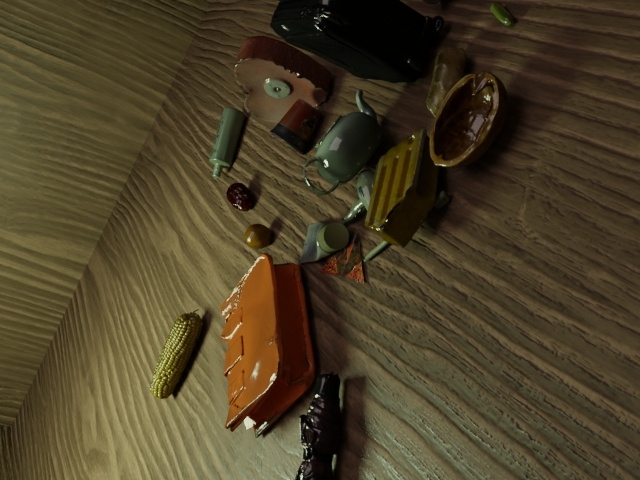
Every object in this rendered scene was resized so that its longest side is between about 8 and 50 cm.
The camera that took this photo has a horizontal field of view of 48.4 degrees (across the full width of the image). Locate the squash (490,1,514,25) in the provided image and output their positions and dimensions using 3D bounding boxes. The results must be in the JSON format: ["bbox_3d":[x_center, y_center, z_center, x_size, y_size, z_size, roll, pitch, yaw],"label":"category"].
[{"bbox_3d":[0.399,-0.491,1.554,0.027,0.027,0.083,-50,35,28],"label":"squash"}]

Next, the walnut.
[{"bbox_3d":[0.313,-0.237,1.460,0.211,0.087,0.167,-61,37,14],"label":"walnut"}]

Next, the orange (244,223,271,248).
[{"bbox_3d":[-0.186,-0.013,2.134,0.085,0.085,0.085,-37,42,42],"label":"orange"}]

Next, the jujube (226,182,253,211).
[{"bbox_3d":[-0.264,-0.140,2.348,0.077,0.077,0.129,-57,40,18],"label":"jujube"}]

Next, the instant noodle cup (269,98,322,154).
[{"bbox_3d":[-0.067,-0.344,2.131,0.136,0.127,0.127,-56,31,2],"label":"instant noodle cup"}]

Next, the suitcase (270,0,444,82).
[{"bbox_3d":[0.079,-0.531,1.774,0.339,0.345,0.188,25,95,58],"label":"suitcase"}]

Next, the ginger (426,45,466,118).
[{"bbox_3d":[0.286,-0.359,1.608,0.095,0.068,0.190,126,157,-74],"label":"ginger"}]

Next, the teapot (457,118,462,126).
[{"bbox_3d":[0.292,-0.260,1.553,0.068,0.045,0.100,6,76,57],"label":"teapot"}]

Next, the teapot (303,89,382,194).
[{"bbox_3d":[0.062,-0.236,1.777,0.294,0.129,0.193,-52,5,-19],"label":"teapot"}]

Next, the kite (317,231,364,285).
[{"bbox_3d":[0.070,0.037,1.750,0.222,0.008,0.125,13,81,60],"label":"kite"}]

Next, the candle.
[{"bbox_3d":[-0.108,-0.493,2.167,0.287,0.317,0.132,5,65,16],"label":"candle"}]

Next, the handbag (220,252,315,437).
[{"bbox_3d":[-0.147,0.262,1.852,0.303,0.116,0.410,-50,34,33],"label":"handbag"}]

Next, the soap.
[{"bbox_3d":[0.179,-0.105,1.552,0.160,0.080,0.258,-35,32,46],"label":"soap"}]

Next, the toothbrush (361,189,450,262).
[{"bbox_3d":[0.183,-0.028,1.589,0.294,0.028,0.026,-38,24,40],"label":"toothbrush"}]

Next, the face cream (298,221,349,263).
[{"bbox_3d":[0.000,0.000,1.852,0.224,0.070,0.114,-19,54,68],"label":"face cream"}]

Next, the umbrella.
[{"bbox_3d":[-0.004,0.440,1.519,0.090,0.094,0.326,-13,59,38],"label":"umbrella"}]

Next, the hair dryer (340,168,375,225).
[{"bbox_3d":[0.101,-0.053,1.728,0.199,0.067,0.167,-61,34,32],"label":"hair dryer"}]

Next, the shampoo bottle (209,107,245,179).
[{"bbox_3d":[-0.348,-0.353,2.611,0.085,0.085,0.263,-8,65,57],"label":"shampoo bottle"}]

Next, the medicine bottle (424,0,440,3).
[{"bbox_3d":[0.300,-0.676,1.731,0.168,0.135,0.135,-35,43,43],"label":"medicine bottle"}]

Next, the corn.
[{"bbox_3d":[-0.467,0.365,2.307,0.101,0.101,0.310,26,91,60],"label":"corn"}]
